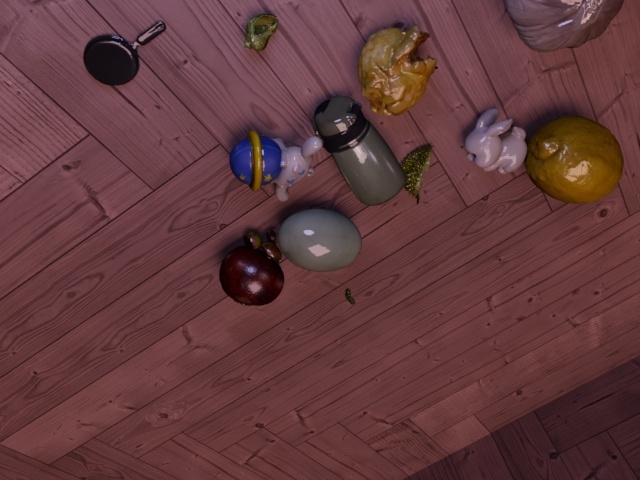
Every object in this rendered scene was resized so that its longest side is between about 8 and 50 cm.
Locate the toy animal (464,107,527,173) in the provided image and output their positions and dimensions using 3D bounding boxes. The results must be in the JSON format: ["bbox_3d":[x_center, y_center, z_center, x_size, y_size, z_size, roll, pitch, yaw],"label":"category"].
[{"bbox_3d":[0.552,-0.302,1.925,0.193,0.127,0.178,26,116,-31],"label":"toy animal"}]

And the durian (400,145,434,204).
[{"bbox_3d":[0.308,-0.204,1.976,0.100,0.086,0.215,-8,130,-28],"label":"durian"}]

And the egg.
[{"bbox_3d":[0.000,0.000,1.971,0.282,0.203,0.203,10,126,-25],"label":"egg"}]

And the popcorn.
[{"bbox_3d":[0.195,-0.462,1.664,0.253,0.190,0.191,-56,153,17],"label":"popcorn"}]

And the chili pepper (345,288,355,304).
[{"bbox_3d":[0.108,0.211,2.305,0.027,0.022,0.083,2,139,27],"label":"chili pepper"}]

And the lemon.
[{"bbox_3d":[0.807,-0.251,1.951,0.316,0.285,0.285,-6,131,-8],"label":"lemon"}]

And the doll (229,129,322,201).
[{"bbox_3d":[-0.146,-0.220,1.804,0.242,0.160,0.311,-18,157,-17],"label":"doll"}]

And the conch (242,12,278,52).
[{"bbox_3d":[-0.153,-0.530,1.563,0.121,0.074,0.089,-42,170,-8],"label":"conch"}]

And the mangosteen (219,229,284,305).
[{"bbox_3d":[-0.212,0.084,2.001,0.215,0.215,0.258,19,91,-29],"label":"mangosteen"}]

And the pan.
[{"bbox_3d":[-0.485,-0.474,1.546,0.235,0.028,0.136,-31,131,11],"label":"pan"}]

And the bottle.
[{"bbox_3d":[0.108,-0.268,1.809,0.168,0.168,0.347,-31,126,11],"label":"bottle"}]

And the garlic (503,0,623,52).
[{"bbox_3d":[0.625,-0.636,1.578,0.317,0.259,0.317,-11,134,-12],"label":"garlic"}]
